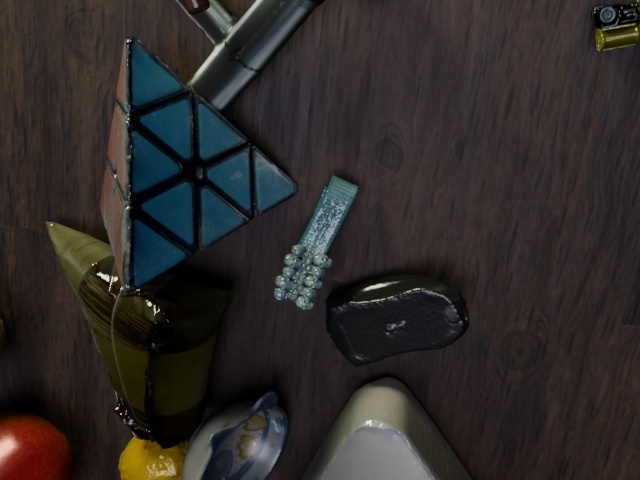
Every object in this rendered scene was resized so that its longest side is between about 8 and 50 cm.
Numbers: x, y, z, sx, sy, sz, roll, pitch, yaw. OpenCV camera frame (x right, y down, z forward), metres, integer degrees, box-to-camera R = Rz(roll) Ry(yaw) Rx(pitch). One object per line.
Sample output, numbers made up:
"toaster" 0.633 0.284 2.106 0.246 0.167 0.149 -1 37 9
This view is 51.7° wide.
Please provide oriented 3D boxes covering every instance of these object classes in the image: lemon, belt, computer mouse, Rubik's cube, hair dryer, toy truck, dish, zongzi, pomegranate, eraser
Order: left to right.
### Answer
"pomegranate" -0.540 0.386 1.106 0.256 0.221 0.221 38 114 23
"zongzi" -0.310 0.145 1.029 0.317 0.154 0.289 26 117 20
"lemon" -0.267 0.366 1.098 0.155 0.114 0.114 -20 105 21
"Rubik's cube" -0.205 -0.079 0.876 0.228 0.233 0.229 42 92 14
"dish" -0.154 0.326 1.033 0.086 0.228 0.236 27 77 31
"hair dryer" -0.120 -0.333 0.806 0.320 0.156 0.284 -31 113 26
"belt" -0.004 -0.002 0.931 0.065 0.100 0.179 23 109 -4
"computer mouse" 0.109 0.110 0.965 0.217 0.073 0.122 -15 104 21
"eraser" 0.127 0.417 1.036 0.331 0.150 0.331 3 108 10
"toy truck" 0.376 -0.263 0.799 0.083 0.049 0.054 -7 110 13

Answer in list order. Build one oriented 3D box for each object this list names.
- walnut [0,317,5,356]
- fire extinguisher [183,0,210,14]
"walnut" -0.604 0.157 1.033 0.213 0.213 0.213 3 110 8
"fire extinguisher" -0.168 -0.356 0.771 0.049 0.035 0.173 -10 108 40
